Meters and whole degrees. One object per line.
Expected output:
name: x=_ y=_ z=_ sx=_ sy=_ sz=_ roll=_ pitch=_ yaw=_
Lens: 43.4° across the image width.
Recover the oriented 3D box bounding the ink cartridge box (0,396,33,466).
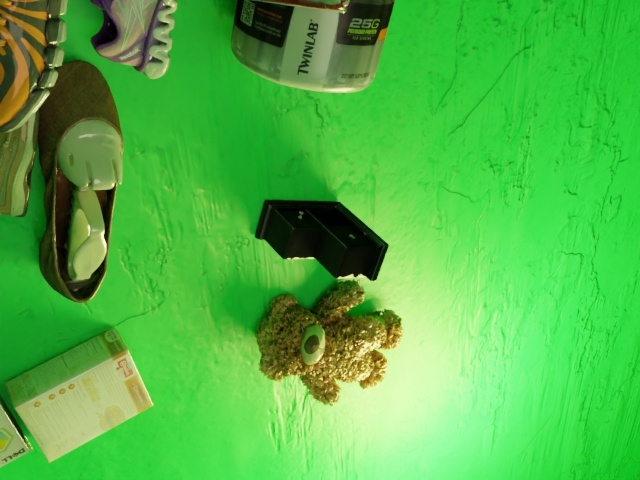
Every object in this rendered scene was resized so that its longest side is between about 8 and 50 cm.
ink cartridge box: x=-0.519 y=0.302 z=1.227 sx=0.109 sy=0.062 sz=0.209 roll=-27 pitch=132 yaw=-19

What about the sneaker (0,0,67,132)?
sneaker: x=-0.362 y=-0.278 z=0.862 sx=0.180 sy=0.124 sz=0.321 roll=-5 pitch=115 yaw=-67

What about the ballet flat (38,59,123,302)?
ballet flat: x=-0.318 y=-0.061 z=1.079 sx=0.116 sy=0.124 sz=0.343 roll=-4 pitch=121 yaw=-35

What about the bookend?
bookend: x=0.000 y=0.000 z=1.330 sx=0.157 sy=0.156 sz=0.072 roll=0 pitch=120 yaw=-35

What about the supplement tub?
supplement tub: x=0.010 y=-0.380 z=1.039 sx=0.207 sy=0.207 sz=0.338 roll=-6 pitch=123 yaw=-33

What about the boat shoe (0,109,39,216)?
boat shoe: x=-0.403 y=-0.114 z=1.026 sx=0.072 sy=0.068 sz=0.190 roll=5 pitch=117 yaw=-25

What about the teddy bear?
teddy bear: x=0.036 y=0.201 z=1.528 sx=0.245 sy=0.113 sz=0.338 roll=-51 pitch=135 yaw=1

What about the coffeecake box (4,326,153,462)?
coffeecake box: x=-0.380 y=0.246 z=1.285 sx=0.185 sy=0.068 sz=0.142 roll=-27 pitch=132 yaw=-18

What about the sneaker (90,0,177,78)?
sneaker: x=-0.230 y=-0.318 z=0.994 sx=0.104 sy=0.095 sz=0.237 roll=1 pitch=120 yaw=-28

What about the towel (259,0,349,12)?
towel: x=-0.056 y=-0.439 z=0.909 sx=0.037 sy=0.237 sz=0.329 roll=-28 pitch=128 yaw=-58
